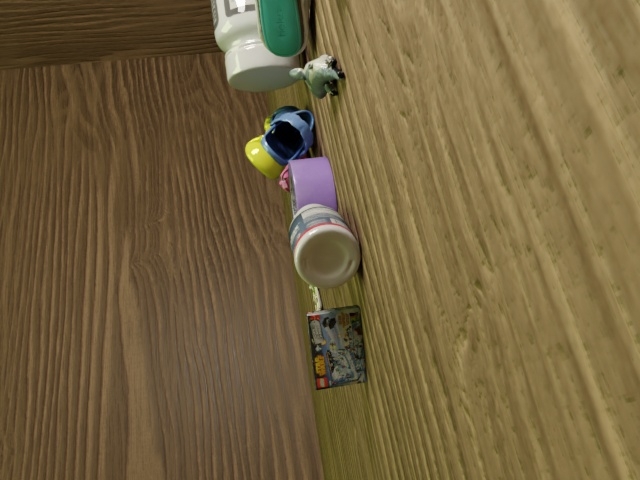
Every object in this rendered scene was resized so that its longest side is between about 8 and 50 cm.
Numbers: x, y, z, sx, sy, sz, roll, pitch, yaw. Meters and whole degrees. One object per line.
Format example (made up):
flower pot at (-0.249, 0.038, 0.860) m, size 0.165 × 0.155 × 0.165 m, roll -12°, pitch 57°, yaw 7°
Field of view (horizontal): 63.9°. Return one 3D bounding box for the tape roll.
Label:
tape roll at (-0.018, -0.078, 1.079) m, size 0.189 × 0.080 × 0.189 m, roll 173°, pitch 90°, yaw -84°

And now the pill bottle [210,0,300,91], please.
pill bottle at (-0.152, -0.548, 1.187) m, size 0.204 × 0.204 × 0.361 m, roll 165°, pitch 98°, yaw -84°

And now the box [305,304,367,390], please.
box at (0.028, 0.188, 0.900) m, size 0.027 × 0.093 × 0.137 m, roll -140°, pitch 43°, yaw -80°

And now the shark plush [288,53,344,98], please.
shark plush at (0.015, -0.268, 0.839) m, size 0.161 × 0.073 × 0.067 m, roll 15°, pitch 134°, yaw 61°

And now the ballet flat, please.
ballet flat at (-0.072, -0.537, 0.927) m, size 0.400 × 0.139 × 0.139 m, roll 89°, pitch 171°, yaw -49°

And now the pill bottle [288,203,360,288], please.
pill bottle at (0.000, 0.000, 0.884) m, size 0.180 × 0.107 × 0.108 m, roll -113°, pitch 17°, yaw -69°

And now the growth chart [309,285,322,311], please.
growth chart at (-0.013, 0.196, 1.608) m, size 0.172 × 0.021 × 0.237 m, roll 88°, pitch 172°, yaw -48°

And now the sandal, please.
sandal at (-0.065, -0.252, 1.199) m, size 0.126 × 0.138 × 0.317 m, roll 45°, pitch -156°, yaw -19°

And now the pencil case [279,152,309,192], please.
pencil case at (-0.078, -0.208, 1.389) m, size 0.209 × 0.098 × 0.095 m, roll -106°, pitch 5°, yaw -54°
